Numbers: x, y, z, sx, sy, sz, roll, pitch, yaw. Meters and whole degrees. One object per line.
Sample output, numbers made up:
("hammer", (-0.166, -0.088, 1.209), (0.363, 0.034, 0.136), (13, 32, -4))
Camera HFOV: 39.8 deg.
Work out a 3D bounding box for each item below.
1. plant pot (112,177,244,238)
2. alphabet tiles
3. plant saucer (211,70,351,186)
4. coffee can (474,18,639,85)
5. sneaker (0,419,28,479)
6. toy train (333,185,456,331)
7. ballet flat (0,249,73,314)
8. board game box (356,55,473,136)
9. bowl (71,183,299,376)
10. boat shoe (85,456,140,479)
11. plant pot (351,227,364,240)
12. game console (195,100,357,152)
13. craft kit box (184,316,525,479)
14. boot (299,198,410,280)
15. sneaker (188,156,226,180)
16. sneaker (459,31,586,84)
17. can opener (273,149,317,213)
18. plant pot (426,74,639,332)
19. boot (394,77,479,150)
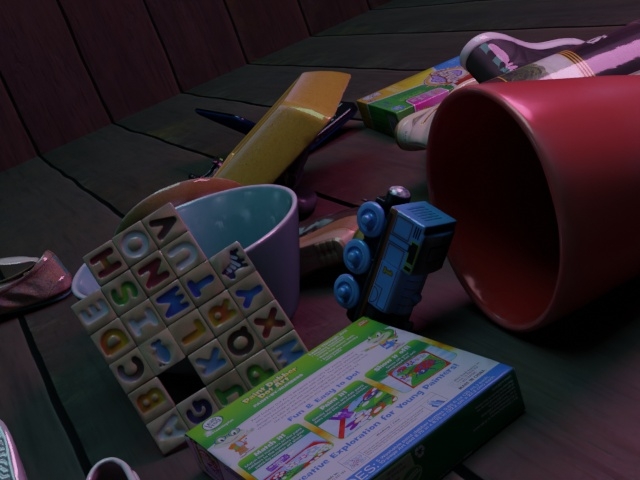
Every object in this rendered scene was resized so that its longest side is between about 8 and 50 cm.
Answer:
("plant pot", (-0.205, -0.005, 1.380), (0.236, 0.236, 0.032), (-24, 58, -8))
("alphabet tiles", (-0.155, 0.087, 0.993), (0.198, 0.237, 0.009), (-33, -2, -2))
("plant saucer", (-0.095, -0.175, 1.622), (0.333, 0.081, 0.332), (-45, 11, 22))
("coffee can", (0.340, -0.156, 1.202), (0.275, 0.201, 0.201), (-22, 20, -2))
("sneaker", (-0.284, 0.303, 0.819), (0.094, 0.151, 0.256), (-14, 52, -16))
("toy train", (0.083, 0.031, 1.032), (0.080, 0.184, 0.105), (-8, 34, -44))
("ballet flat", (-0.611, 0.096, 1.617), (0.316, 0.106, 0.107), (-21, 20, -1))
("board game box", (0.263, -0.316, 1.875), (0.317, 0.064, 0.242), (-25, 21, -11))
("bowl", (-0.150, 0.064, 1.172), (0.312, 0.163, 0.311), (-19, 20, 7))
("boat shoe", (-0.175, 0.279, 0.759), (0.096, 0.088, 0.267), (-21, 20, 0))
("plant pot", (0.095, 0.019, 1.191), (0.083, 0.083, 0.079), (-30, 35, -23))
("game console", (-0.104, -0.296, 2.006), (0.250, 0.173, 0.293), (-41, 26, -13))
("craft kit box", (0.026, 0.179, 0.872), (0.250, 0.061, 0.247), (-30, 25, -25))
("boot", (0.000, 0.000, 1.347), (0.248, 0.090, 0.207), (-8, 12, 35))
("sneaker", (-0.190, -0.145, 1.856), (0.188, 0.078, 0.067), (-23, 12, -8))
("sneaker", (0.363, -0.238, 1.387), (0.296, 0.104, 0.147), (-2, 52, -32))
("can opener", (-0.051, -0.099, 1.651), (0.093, 0.074, 0.280), (15, 24, -3))
("plant pot", (0.284, -0.061, 0.966), (0.243, 0.275, 0.275), (-16, 18, -17))
("boot", (0.241, -0.191, 1.393), (0.213, 0.077, 0.165), (-28, 23, -13))
